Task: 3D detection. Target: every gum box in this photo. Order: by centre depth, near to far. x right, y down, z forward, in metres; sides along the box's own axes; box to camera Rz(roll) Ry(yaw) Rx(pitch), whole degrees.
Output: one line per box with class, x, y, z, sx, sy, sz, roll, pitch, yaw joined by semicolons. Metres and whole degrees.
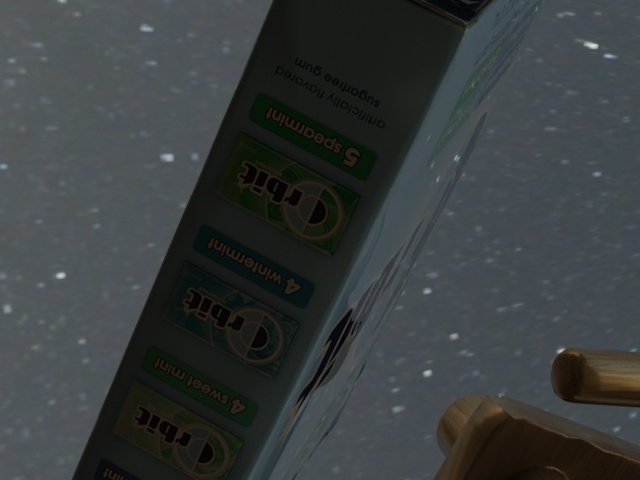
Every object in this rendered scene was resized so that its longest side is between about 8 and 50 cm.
gum box;0.000;0.000;0.418;0.041;0.157;0.184;28;-63;7

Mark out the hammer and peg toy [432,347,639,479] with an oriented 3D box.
hammer and peg toy;0.139;0.167;0.764;0.361;0.266;0.127;-62;-154;14
